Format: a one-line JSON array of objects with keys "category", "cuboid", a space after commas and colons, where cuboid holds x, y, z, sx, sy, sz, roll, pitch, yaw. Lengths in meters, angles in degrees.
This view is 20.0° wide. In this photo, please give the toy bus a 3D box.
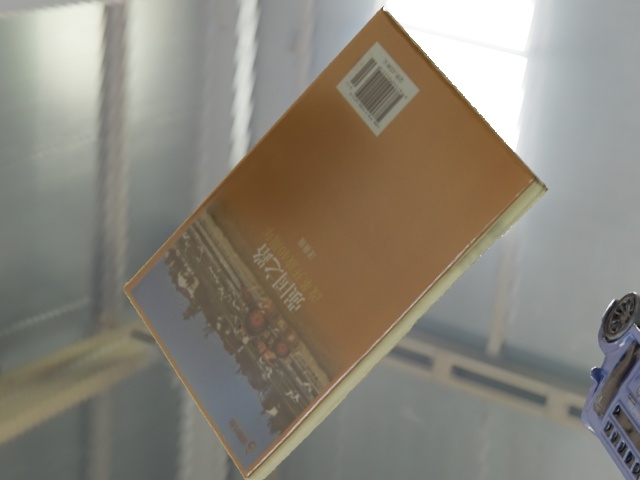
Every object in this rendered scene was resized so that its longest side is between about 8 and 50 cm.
[{"category": "toy bus", "cuboid": [0.316, 0.159, 1.588, 0.133, 0.125, 0.292, -57, 17, 12]}]

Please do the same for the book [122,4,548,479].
[{"category": "book", "cuboid": [0.000, 0.000, 1.634, 0.374, 0.262, 0.028, -47, -36, 13]}]
